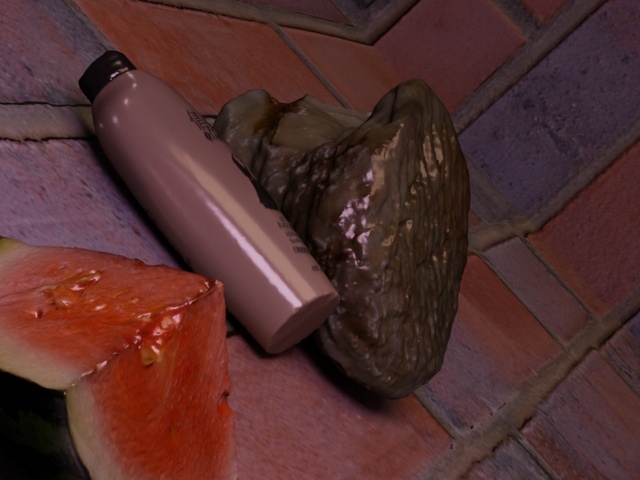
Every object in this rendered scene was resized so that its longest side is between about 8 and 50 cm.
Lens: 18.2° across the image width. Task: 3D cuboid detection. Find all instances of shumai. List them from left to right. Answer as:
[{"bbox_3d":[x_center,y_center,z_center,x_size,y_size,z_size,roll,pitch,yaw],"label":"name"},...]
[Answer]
[{"bbox_3d":[0.000,0.000,1.589,0.272,0.204,0.222,-70,149,-48],"label":"shumai"}]

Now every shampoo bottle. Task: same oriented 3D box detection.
[{"bbox_3d":[-0.090,-0.035,1.459,0.257,0.078,0.127,49,13,15],"label":"shampoo bottle"}]

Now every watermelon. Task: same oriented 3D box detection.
[{"bbox_3d":[-0.119,0.079,0.976,0.193,0.137,0.145,45,37,3],"label":"watermelon"}]

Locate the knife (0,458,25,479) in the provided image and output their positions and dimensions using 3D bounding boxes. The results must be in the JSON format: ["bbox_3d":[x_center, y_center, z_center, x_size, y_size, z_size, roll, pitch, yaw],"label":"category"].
[{"bbox_3d":[-0.132,0.131,0.953,0.210,0.015,0.028,42,20,-17],"label":"knife"}]
